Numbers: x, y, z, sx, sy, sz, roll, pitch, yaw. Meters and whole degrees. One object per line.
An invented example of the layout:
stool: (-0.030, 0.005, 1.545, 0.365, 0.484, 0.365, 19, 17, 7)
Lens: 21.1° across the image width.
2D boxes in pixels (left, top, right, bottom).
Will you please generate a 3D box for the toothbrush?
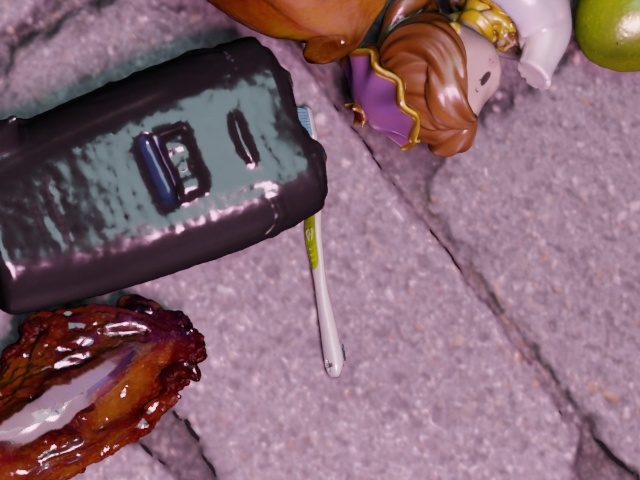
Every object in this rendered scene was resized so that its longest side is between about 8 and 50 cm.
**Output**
toothbrush: (0.000, 0.000, 1.632, 0.026, 0.022, 0.263, -4, 82, -32)

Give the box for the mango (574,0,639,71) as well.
mango: (0.400, -0.232, 1.738, 0.293, 0.143, 0.175, 0, 91, -7)

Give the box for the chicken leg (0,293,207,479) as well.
chicken leg: (-0.288, 0.148, 1.481, 0.407, 0.096, 0.158, -11, 80, -17)

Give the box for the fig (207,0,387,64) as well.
fig: (-0.039, -0.297, 1.567, 0.263, 0.224, 0.224, 39, 71, -24)

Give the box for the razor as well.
razor: (-0.163, -0.059, 1.543, 0.327, 0.107, 0.189, -20, 88, -20)

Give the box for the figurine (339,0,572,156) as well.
figurine: (0.135, -0.189, 1.647, 0.189, 0.142, 0.263, 36, 71, 24)
